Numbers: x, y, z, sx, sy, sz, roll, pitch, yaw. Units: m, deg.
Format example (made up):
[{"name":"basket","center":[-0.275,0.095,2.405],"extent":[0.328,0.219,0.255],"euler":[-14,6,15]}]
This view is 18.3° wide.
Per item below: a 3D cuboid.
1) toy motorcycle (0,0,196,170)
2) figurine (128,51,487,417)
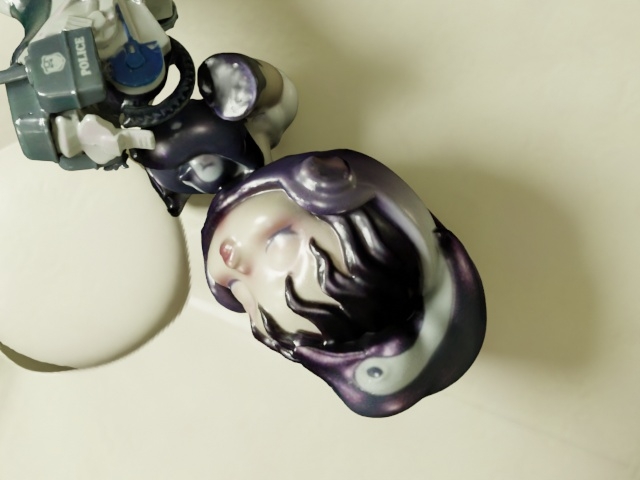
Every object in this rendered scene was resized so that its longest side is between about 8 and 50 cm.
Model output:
[{"name":"toy motorcycle","center":[-0.156,-0.136,1.102],"extent":[0.150,0.102,0.221],"euler":[-13,62,-8]},{"name":"figurine","center":[0.000,0.000,1.138],"extent":[0.145,0.145,0.222],"euler":[-39,84,9]}]
